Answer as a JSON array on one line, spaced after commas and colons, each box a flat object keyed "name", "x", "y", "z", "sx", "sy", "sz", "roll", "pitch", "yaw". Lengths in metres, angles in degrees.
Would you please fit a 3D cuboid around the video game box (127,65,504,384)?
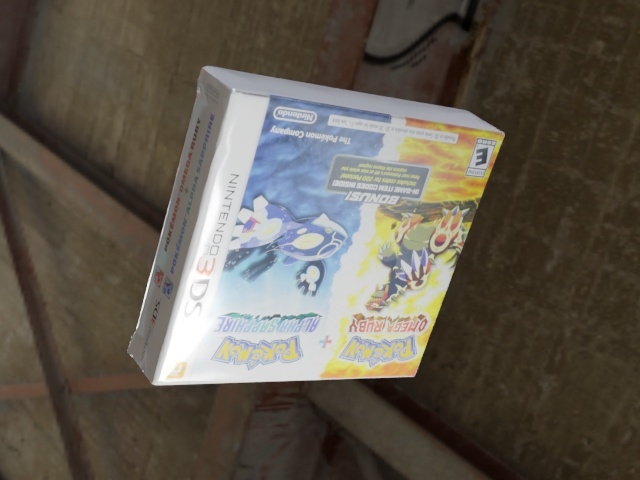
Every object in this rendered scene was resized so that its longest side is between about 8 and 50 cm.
[{"name": "video game box", "x": 0.000, "y": 0.000, "z": 0.604, "sx": 0.048, "sy": 0.205, "sz": 0.187, "roll": 45, "pitch": -57, "yaw": 48}]
